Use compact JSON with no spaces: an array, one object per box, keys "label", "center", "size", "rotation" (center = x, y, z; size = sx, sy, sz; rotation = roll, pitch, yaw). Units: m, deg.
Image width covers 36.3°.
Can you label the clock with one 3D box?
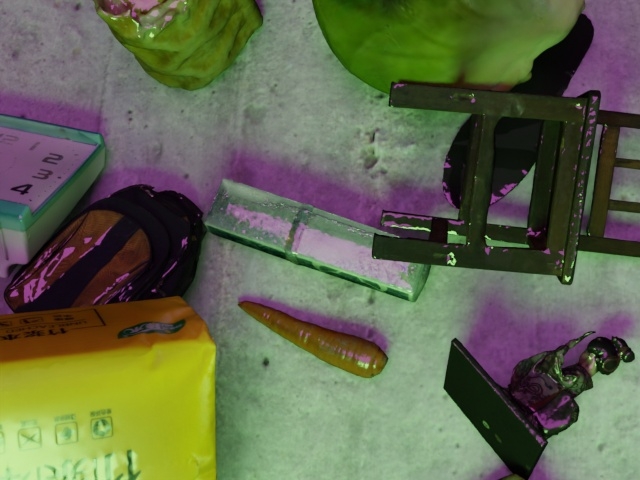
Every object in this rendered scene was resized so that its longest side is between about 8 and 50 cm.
[{"label":"clock","center":[-0.449,-0.070,1.291],"size":[0.262,0.116,0.231],"rotation":[12,36,10]}]

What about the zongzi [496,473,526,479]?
[{"label":"zongzi","center":[0.184,0.433,1.069],"size":[0.274,0.125,0.251],"rotation":[-34,67,-13]}]

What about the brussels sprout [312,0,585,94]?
[{"label":"brussels sprout","center":[0.151,-0.333,1.227],"size":[0.344,0.344,0.268],"rotation":[-1,48,8]}]

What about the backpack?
[{"label":"backpack","center":[-0.258,0.035,1.259],"size":[0.206,0.133,0.258],"rotation":[34,76,24]}]

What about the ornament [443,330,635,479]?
[{"label":"ornament","center":[0.269,0.156,1.148],"size":[0.196,0.166,0.153],"rotation":[-31,65,-15]}]

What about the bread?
[{"label":"bread","center":[-0.192,-0.335,1.278],"size":[0.196,0.252,0.238],"rotation":[37,80,14]}]

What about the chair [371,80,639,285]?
[{"label":"chair","center":[0.279,-0.064,1.102],"size":[0.416,0.240,0.203],"rotation":[7,97,5]}]

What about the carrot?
[{"label":"carrot","center":[-0.015,0.121,1.241],"size":[0.216,0.048,0.048],"rotation":[21,79,18]}]

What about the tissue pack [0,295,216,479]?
[{"label":"tissue pack","center":[-0.309,0.232,1.049],"size":[0.381,0.228,0.293],"rotation":[-5,102,-22]}]

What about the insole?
[{"label":"insole","center":[0.263,-0.175,1.296],"size":[0.109,0.007,0.322],"rotation":[29,81,13]}]

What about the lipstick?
[{"label":"lipstick","center":[0.000,0.000,1.250],"size":[0.289,0.077,0.076],"rotation":[17,78,11]}]
